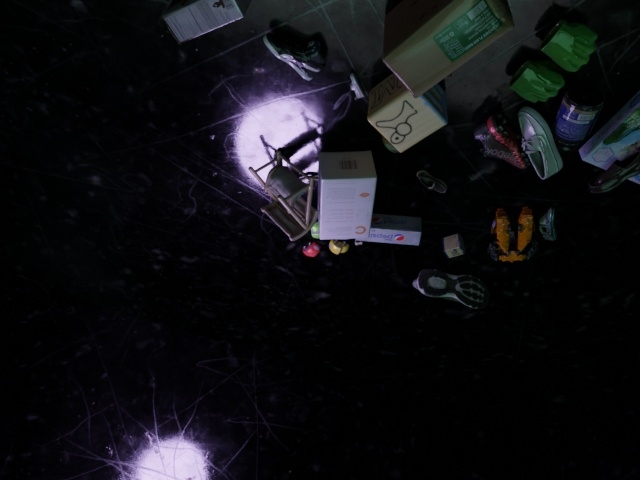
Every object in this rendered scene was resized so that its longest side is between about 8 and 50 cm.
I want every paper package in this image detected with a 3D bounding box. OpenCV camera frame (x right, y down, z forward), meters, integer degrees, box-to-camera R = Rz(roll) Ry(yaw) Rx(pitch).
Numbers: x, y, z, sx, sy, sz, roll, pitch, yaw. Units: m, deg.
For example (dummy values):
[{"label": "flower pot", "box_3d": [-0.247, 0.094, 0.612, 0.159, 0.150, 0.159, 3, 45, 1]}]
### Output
[{"label": "paper package", "box_3d": [0.345, -0.617, 1.412, 0.168, 0.309, 0.325, 37, 131, -28]}]

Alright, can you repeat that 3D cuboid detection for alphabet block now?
[{"label": "alphabet block", "box_3d": [0.295, -0.455, 1.695, 0.197, 0.193, 0.192, -29, 125, 36]}]

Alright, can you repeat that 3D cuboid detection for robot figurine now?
[{"label": "robot figurine", "box_3d": [0.836, -0.016, 2.171, 0.211, 0.085, 0.291, -3, 137, 14]}]

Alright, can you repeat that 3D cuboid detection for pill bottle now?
[{"label": "pill bottle", "box_3d": [0.859, -0.402, 1.692, 0.123, 0.122, 0.219, 4, 144, 7]}]

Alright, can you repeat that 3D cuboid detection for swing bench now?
[{"label": "swing bench", "box_3d": [-0.140, -0.180, 2.022, 0.165, 0.253, 0.254, -33, 140, -18]}]

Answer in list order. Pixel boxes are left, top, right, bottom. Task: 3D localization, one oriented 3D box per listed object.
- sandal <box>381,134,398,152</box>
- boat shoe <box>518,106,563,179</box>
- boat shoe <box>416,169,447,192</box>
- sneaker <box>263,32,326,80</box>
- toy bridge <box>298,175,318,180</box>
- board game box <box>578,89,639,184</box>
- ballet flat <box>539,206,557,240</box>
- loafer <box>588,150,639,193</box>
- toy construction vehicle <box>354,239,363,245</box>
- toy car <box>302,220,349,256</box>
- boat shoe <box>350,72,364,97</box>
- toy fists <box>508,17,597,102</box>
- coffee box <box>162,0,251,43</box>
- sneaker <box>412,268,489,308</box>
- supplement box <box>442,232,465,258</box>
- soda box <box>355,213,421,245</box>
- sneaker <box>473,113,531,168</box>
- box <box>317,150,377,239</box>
[{"label": "sandal", "box_3d": [0.261, -0.397, 1.876, 0.072, 0.049, 0.180, -7, 136, 19]}, {"label": "boat shoe", "box_3d": [0.754, -0.338, 1.758, 0.088, 0.096, 0.267, -37, 111, -9]}, {"label": "boat shoe", "box_3d": [0.451, -0.229, 2.029, 0.152, 0.049, 0.056, 27, 136, -19]}, {"label": "sneaker", "box_3d": [-0.073, -0.640, 1.653, 0.217, 0.079, 0.121, 30, 133, -33]}, {"label": "toy bridge", "box_3d": [-0.037, -0.246, 2.124, 0.188, 0.026, 0.063, 8, 139, 3]}, {"label": "board game box", "box_3d": [1.149, -0.352, 1.739, 0.319, 0.066, 0.318, 19, 139, -10]}, {"label": "ballet flat", "box_3d": [0.957, -0.067, 2.109, 0.070, 0.070, 0.188, -9, 132, 20]}, {"label": "loafer", "box_3d": [1.052, -0.249, 1.777, 0.078, 0.080, 0.220, 41, 127, -19]}, {"label": "toy construction vehicle", "box_3d": [0.181, -0.020, 2.338, 0.098, 0.035, 0.086, -11, 124, 19]}, {"label": "toy car", "box_3d": [0.000, 0.000, 2.376, 0.239, 0.053, 0.225, -6, 137, 18]}, {"label": "boat shoe", "box_3d": [0.121, -0.541, 1.753, 0.035, 0.035, 0.100, -15, 140, 22]}, {"label": "toy fists", "box_3d": [0.733, -0.555, 1.573, 0.142, 0.096, 0.279, 28, 138, -5]}, {"label": "coffee box", "box_3d": [-0.349, -0.726, 1.554, 0.247, 0.141, 0.098, -11, 135, 24]}, {"label": "sneaker", "box_3d": [0.643, 0.236, 2.495, 0.410, 0.158, 0.182, 18, 170, -12]}, {"label": "supplement box", "box_3d": [0.603, 0.024, 2.261, 0.083, 0.083, 0.056, -19, 133, 28]}, {"label": "soda box", "box_3d": [0.301, -0.052, 2.224, 0.286, 0.098, 0.091, 4, 138, 6]}, {"label": "sneaker", "box_3d": [0.659, -0.345, 1.825, 0.276, 0.097, 0.135, 33, 142, -31]}, {"label": "box", "box_3d": [0.100, -0.179, 2.041, 0.215, 0.168, 0.345, -2, 139, -4]}]
